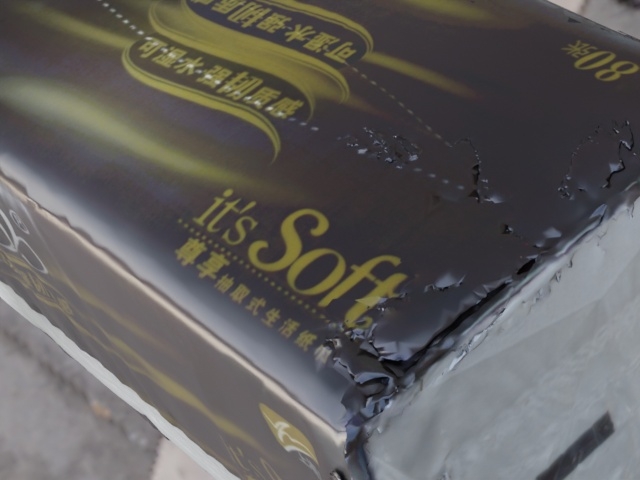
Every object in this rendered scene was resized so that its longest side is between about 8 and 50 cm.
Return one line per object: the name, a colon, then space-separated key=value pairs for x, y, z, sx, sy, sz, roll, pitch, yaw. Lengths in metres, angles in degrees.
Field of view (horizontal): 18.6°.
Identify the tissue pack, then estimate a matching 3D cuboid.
tissue pack: x=0.000 y=0.000 z=0.808 sx=0.370 sy=0.210 sz=0.198 roll=32 pitch=151 yaw=43
